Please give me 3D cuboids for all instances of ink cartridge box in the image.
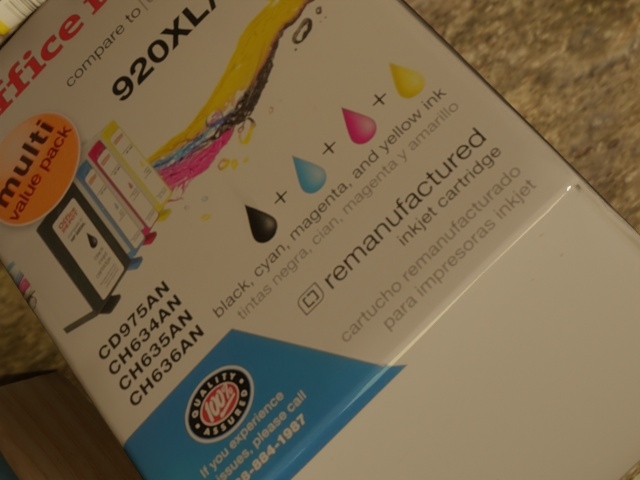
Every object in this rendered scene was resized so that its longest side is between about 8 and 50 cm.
[{"bbox_3d":[0.000,0.000,0.673,0.171,0.232,0.168,-45,142,6],"label":"ink cartridge box"}]

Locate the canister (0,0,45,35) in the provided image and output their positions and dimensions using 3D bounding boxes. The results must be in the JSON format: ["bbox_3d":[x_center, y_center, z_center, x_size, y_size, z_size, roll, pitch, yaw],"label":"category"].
[{"bbox_3d":[-0.075,-0.159,0.576,0.170,0.073,0.126,-40,144,1],"label":"canister"}]

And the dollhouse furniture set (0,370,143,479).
[{"bbox_3d":[-0.176,0.229,0.707,0.303,0.286,0.198,-14,137,-48],"label":"dollhouse furniture set"}]
